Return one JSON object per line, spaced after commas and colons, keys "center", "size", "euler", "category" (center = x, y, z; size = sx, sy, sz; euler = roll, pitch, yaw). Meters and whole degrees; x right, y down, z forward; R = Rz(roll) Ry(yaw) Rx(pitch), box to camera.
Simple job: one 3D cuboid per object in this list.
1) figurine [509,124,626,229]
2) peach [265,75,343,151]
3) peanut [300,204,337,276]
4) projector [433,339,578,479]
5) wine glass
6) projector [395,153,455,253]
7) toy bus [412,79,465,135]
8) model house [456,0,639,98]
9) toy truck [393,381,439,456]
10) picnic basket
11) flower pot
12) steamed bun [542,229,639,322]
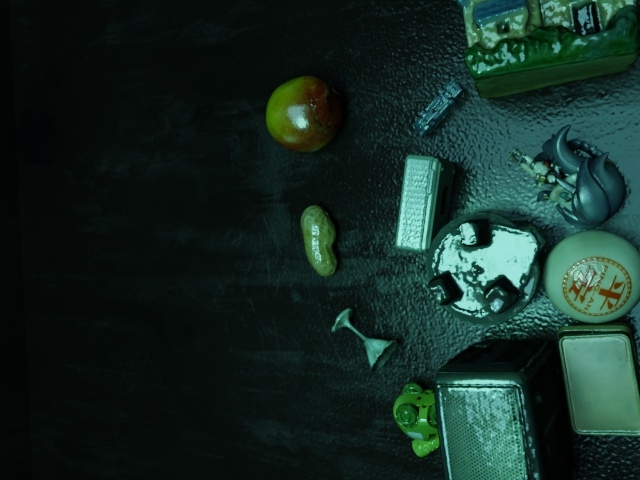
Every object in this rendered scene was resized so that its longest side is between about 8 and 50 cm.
{"center": [0.608, -0.153, 1.424], "size": [0.197, 0.175, 0.265], "euler": [-33, 84, 22], "category": "figurine"}
{"center": [-0.046, -0.380, 1.764], "size": [0.231, 0.231, 0.230], "euler": [2, 93, 30], "category": "peach"}
{"center": [0.000, 0.000, 1.816], "size": [0.108, 0.095, 0.225], "euler": [-10, 89, 27], "category": "peanut"}
{"center": [0.455, 0.464, 1.406], "size": [0.242, 0.395, 0.405], "euler": [-8, 88, 32], "category": "projector"}
{"center": [0.127, 0.293, 1.751], "size": [0.183, 0.122, 0.122], "euler": [37, 109, 26], "category": "wine glass"}
{"center": [0.291, -0.099, 1.593], "size": [0.099, 0.192, 0.256], "euler": [9, 97, 24], "category": "projector"}
{"center": [0.329, -0.365, 1.628], "size": [0.166, 0.065, 0.047], "euler": [-48, 70, 24], "category": "toy bus"}
{"center": [0.524, -0.548, 1.368], "size": [0.382, 0.334, 0.342], "euler": [-6, 91, 20], "category": "model house"}
{"center": [0.317, 0.504, 1.642], "size": [0.187, 0.148, 0.210], "euler": [-23, 101, 25], "category": "toy truck"}
{"center": [0.677, 0.327, 1.412], "size": [0.165, 0.139, 0.266], "euler": [-10, 91, 30], "category": "picnic basket"}
{"center": [0.425, 0.056, 1.470], "size": [0.299, 0.283, 0.299], "euler": [2, 93, 31], "category": "flower pot"}
{"center": [0.648, 0.096, 1.389], "size": [0.232, 0.145, 0.231], "euler": [8, 115, 18], "category": "steamed bun"}
